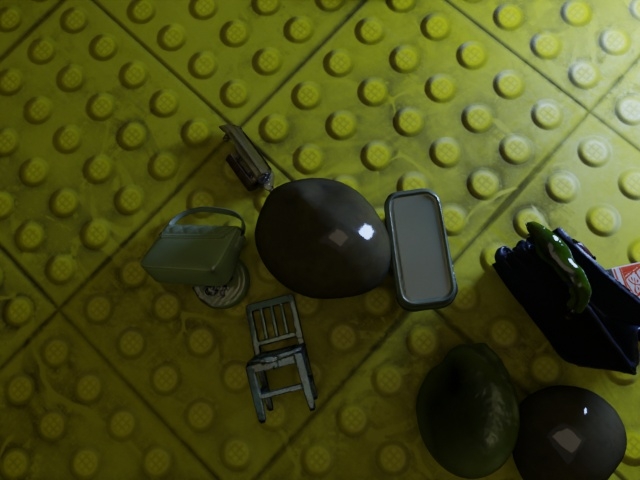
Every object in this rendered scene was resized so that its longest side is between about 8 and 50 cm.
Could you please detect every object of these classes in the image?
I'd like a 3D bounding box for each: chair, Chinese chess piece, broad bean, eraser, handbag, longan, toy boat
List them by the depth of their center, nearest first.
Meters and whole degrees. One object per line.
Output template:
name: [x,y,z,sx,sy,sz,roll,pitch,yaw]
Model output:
broad bean: [0.447,0.047,0.879,0.061,0.046,0.195,-23,83,21]
longan: [0.536,0.432,1.030,0.246,0.215,0.246,-1,113,-2]
handbag: [0.540,0.119,1.036,0.122,0.303,0.329,-38,80,-3]
broad bean: [0.328,0.376,1.070,0.238,0.119,0.291,-7,64,40]
longan: [0.000,0.000,1.076,0.350,0.288,0.288,24,81,46]
eraser: [0.770,0.126,1.109,0.230,0.038,0.157,-8,77,-22]
chair: [-0.102,0.270,1.128,0.136,0.147,0.270,-13,82,2]
handbag: [-0.301,0.005,1.179,0.256,0.079,0.219,3,53,24]
Chinese chess piece: [-0.251,0.103,1.205,0.144,0.058,0.144,-1,82,4]
toy boat: [-0.198,-0.212,1.248,0.088,0.068,0.226,-38,81,3]

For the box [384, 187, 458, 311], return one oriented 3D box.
box: [0.227,0.029,1.129,0.138,0.178,0.274,-6,81,3]
